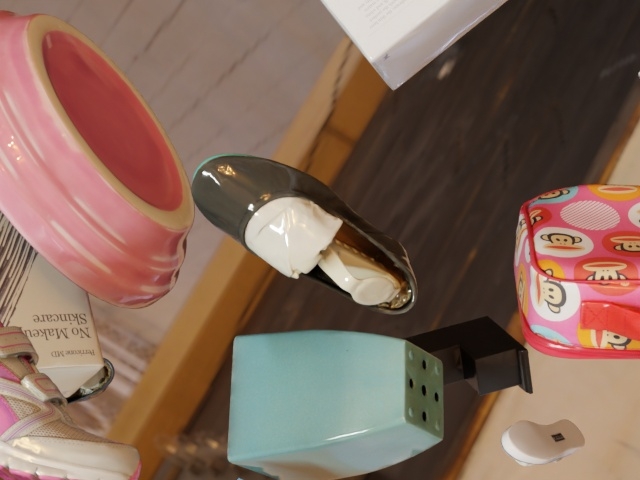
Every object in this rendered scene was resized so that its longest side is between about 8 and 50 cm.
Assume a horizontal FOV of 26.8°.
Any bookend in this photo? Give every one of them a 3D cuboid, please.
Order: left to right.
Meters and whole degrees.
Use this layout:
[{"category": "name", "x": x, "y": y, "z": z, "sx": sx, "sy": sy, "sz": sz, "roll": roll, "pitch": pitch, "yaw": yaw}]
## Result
[{"category": "bookend", "x": 0.213, "y": 0.188, "z": 2.010, "sx": 0.157, "sy": 0.156, "sz": 0.072, "roll": -137, "pitch": 34, "yaw": -67}]

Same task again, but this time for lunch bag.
[{"category": "lunch bag", "x": 0.346, "y": 0.039, "z": 1.354, "sx": 0.293, "sy": 0.258, "sz": 0.120, "roll": 2, "pitch": 114, "yaw": 4}]

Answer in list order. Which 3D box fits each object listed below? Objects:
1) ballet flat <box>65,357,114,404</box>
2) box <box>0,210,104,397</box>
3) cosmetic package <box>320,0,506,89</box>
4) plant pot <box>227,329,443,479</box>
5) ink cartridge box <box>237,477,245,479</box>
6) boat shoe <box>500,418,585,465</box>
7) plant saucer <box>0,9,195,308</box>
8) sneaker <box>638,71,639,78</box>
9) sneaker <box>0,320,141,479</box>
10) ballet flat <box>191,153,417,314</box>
[{"category": "ballet flat", "x": -0.356, "y": 0.194, "z": 1.762, "sx": 0.203, "sy": 0.074, "sz": 0.074, "roll": -14, "pitch": -159, "yaw": -41}, {"category": "box", "x": -0.313, "y": 0.022, "z": 1.368, "sx": 0.113, "sy": 0.275, "sz": 0.094, "roll": -2, "pitch": 154, "yaw": -38}, {"category": "cosmetic package", "x": 0.094, "y": -0.335, "z": 1.525, "sx": 0.224, "sy": 0.224, "sz": 0.138, "roll": 54, "pitch": -173, "yaw": 17}, {"category": "plant pot", "x": 0.028, "y": 0.202, "z": 1.690, "sx": 0.234, "sy": 0.165, "sz": 0.166, "roll": -13, "pitch": 153, "yaw": 30}, {"category": "ink cartridge box", "x": -0.101, "y": 0.388, "z": 1.589, "sx": 0.062, "sy": 0.181, "sz": 0.104, "roll": 12, "pitch": 148, "yaw": 38}, {"category": "boat shoe", "x": 0.163, "y": 0.158, "z": 1.023, "sx": 0.100, "sy": 0.035, "sz": 0.035, "roll": 0, "pitch": -129, "yaw": -52}, {"category": "plant saucer", "x": -0.228, "y": -0.093, "z": 1.298, "sx": 0.332, "sy": 0.084, "sz": 0.332, "roll": 51, "pitch": -164, "yaw": -20}, {"category": "sneaker", "x": 0.432, "y": -0.105, "z": 1.180, "sx": 0.315, "sy": 0.127, "sz": 0.182, "roll": -5, "pitch": 103, "yaw": 55}, {"category": "sneaker", "x": -0.247, "y": 0.114, "z": 1.017, "sx": 0.252, "sy": 0.111, "sz": 0.103, "roll": 24, "pitch": 162, "yaw": -2}, {"category": "ballet flat", "x": 0.000, "y": 0.000, "z": 1.309, "sx": 0.280, "sy": 0.095, "sz": 0.096, "roll": 25, "pitch": -158, "yaw": -38}]
